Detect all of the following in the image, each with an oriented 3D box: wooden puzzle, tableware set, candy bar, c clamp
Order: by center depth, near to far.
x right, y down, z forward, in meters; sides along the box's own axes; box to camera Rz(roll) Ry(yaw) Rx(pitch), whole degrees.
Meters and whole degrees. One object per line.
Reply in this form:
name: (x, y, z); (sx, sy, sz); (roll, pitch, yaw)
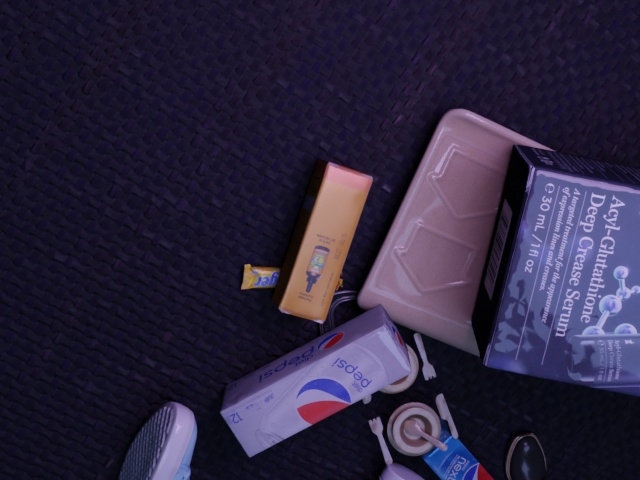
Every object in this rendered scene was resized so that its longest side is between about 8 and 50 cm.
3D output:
candy bar: (-0.042, 0.058, 1.710); (0.161, 0.018, 0.040); (2, 105, -15)
wooden puzzle: (0.261, 0.002, 1.738); (0.322, 0.080, 0.348); (23, 101, -14)
tableware set: (0.132, 0.253, 1.757); (0.128, 0.039, 0.194); (-21, 96, -4)
c clamp: (0.064, 0.147, 1.767); (0.137, 0.022, 0.161); (-15, 111, -6)

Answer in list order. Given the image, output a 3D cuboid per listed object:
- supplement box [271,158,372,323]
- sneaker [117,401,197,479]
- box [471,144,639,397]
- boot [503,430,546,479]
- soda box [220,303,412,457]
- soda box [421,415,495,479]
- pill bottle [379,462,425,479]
supplement box: (0.000, 0.000, 1.662); (0.078, 0.080, 0.233); (18, 93, -17)
sneaker: (-0.237, 0.414, 1.710); (0.150, 0.135, 0.366); (13, 110, -26)
box: (0.446, 0.053, 1.592); (0.395, 0.212, 0.293); (11, 104, 0)
boot: (0.374, 0.435, 1.872); (0.077, 0.137, 0.198); (-13, 108, -12)
soda box: (-0.008, 0.212, 1.684); (0.286, 0.098, 0.091); (-29, 105, 8)
soda box: (0.245, 0.397, 1.859); (0.067, 0.071, 0.210); (-41, 112, -1)
pill bottle: (0.098, 0.466, 1.819); (0.108, 0.108, 0.193); (26, 98, -21)
